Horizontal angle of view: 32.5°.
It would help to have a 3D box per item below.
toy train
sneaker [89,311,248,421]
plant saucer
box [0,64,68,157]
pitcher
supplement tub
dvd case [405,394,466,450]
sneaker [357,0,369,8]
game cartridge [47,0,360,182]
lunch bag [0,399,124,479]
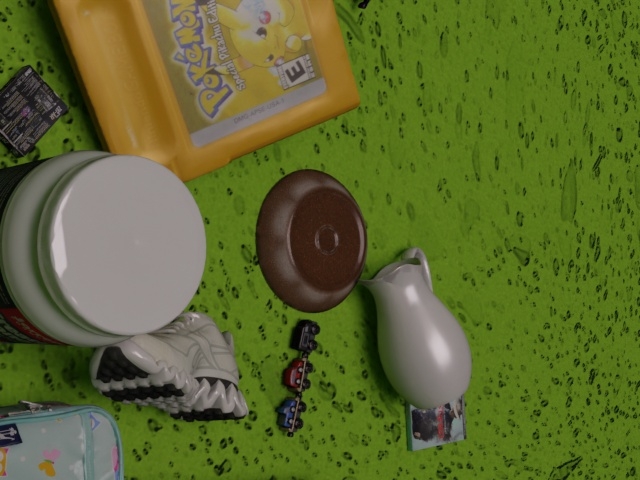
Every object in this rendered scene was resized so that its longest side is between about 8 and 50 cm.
[{"bbox_3d":[-0.031,0.182,1.460,0.036,0.027,0.158,20,74,-35],"label":"toy train"},{"bbox_3d":[-0.171,0.133,1.251,0.292,0.110,0.118,44,45,-66],"label":"sneaker"},{"bbox_3d":[0.000,0.000,1.495,0.198,0.036,0.199,3,86,-41],"label":"plant saucer"},{"bbox_3d":[-0.331,-0.144,1.224,0.067,0.018,0.083,50,57,-27],"label":"box"},{"bbox_3d":[0.145,0.119,1.570,0.177,0.125,0.207,-35,105,-59],"label":"pitcher"},{"bbox_3d":[-0.260,0.011,1.107,0.191,0.272,0.191,3,85,-41],"label":"supplement tub"},{"bbox_3d":[0.174,0.264,1.644,0.119,0.013,0.087,-1,88,-42],"label":"dvd case"},{"bbox_3d":[0.037,-0.437,1.530,0.098,0.083,0.224,-50,119,-26],"label":"sneaker"},{"bbox_3d":[-0.130,-0.231,1.293,0.323,0.052,0.285,-26,114,-20],"label":"game cartridge"},{"bbox_3d":[-0.306,0.305,1.156,0.224,0.107,0.279,-3,89,-41],"label":"lunch bag"}]
